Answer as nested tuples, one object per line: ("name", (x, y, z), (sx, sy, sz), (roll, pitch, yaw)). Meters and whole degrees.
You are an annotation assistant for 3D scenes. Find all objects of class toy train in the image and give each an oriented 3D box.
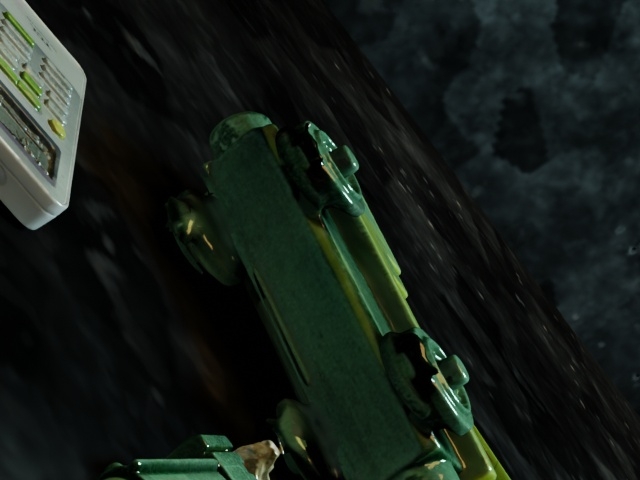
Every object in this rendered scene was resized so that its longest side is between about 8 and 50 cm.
("toy train", (0.020, 0.073, 1.290), (0.369, 0.150, 0.237), (64, 8, 28))
("toy train", (-0.067, 0.156, 0.876), (0.111, 0.071, 0.170), (50, 10, 18))

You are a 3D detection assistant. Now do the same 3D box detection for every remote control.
("remote control", (-0.201, -0.097, 1.104), (0.103, 0.034, 0.250), (51, 13, -22))

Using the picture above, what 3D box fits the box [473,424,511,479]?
("box", (0.119, 0.197, 1.571), (0.311, 0.043, 0.173), (57, 12, 2))

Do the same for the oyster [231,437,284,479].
("oyster", (-0.013, 0.226, 0.975), (0.106, 0.061, 0.200), (70, -3, -55))
